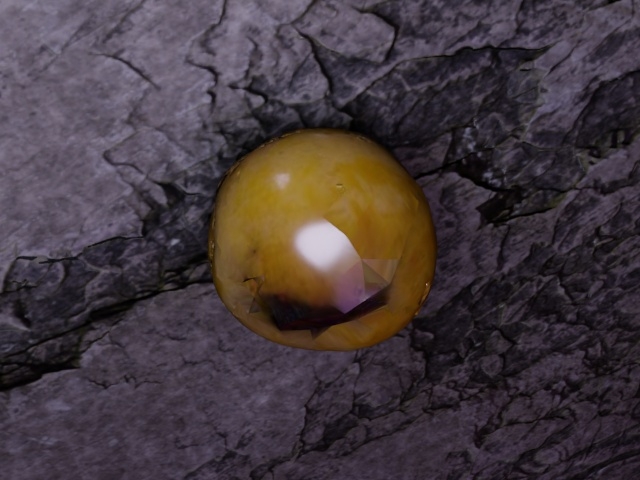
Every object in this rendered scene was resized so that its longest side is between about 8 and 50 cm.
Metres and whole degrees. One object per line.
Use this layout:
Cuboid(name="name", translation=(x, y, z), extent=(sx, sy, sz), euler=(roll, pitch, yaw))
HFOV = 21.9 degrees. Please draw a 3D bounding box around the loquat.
Cuboid(name="loquat", translation=(0.000, 0.000, 1.624), extent=(0.235, 0.235, 0.235), euler=(-14, 140, -12))
